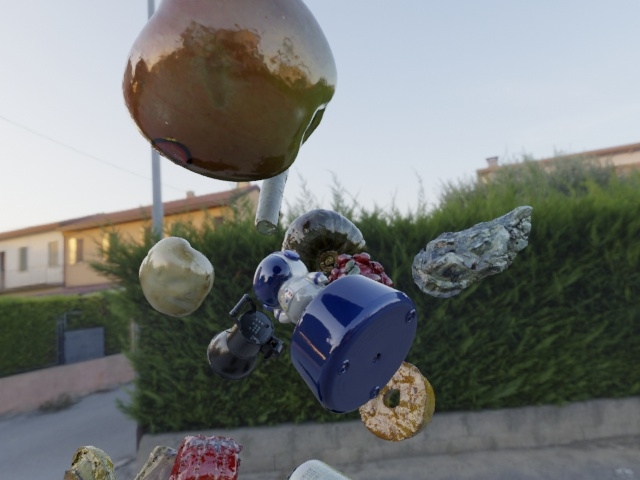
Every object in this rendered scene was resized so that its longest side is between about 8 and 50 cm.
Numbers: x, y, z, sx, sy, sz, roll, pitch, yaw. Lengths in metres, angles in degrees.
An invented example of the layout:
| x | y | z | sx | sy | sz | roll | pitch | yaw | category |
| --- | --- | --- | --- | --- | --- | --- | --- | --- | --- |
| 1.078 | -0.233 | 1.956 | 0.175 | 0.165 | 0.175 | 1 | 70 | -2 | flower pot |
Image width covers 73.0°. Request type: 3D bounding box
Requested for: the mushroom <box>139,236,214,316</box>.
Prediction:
| x | y | z | sx | sy | sz | roll | pitch | yaw | category |
| --- | --- | --- | --- | --- | --- | --- | --- | --- | --- |
| -0.263 | 0.067 | 0.791 | 0.148 | 0.148 | 0.112 | -6 | 18 | 19 | mushroom |

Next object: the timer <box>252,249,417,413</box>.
| x | y | z | sx | sy | sz | roll | pitch | yaw | category |
| --- | --- | --- | --- | --- | --- | --- | --- | --- | --- |
| -0.014 | 0.152 | 0.951 | 0.383 | 0.271 | 0.270 | 31 | 19 | 38 | timer |

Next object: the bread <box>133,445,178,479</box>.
| x | y | z | sx | sy | sz | roll | pitch | yaw | category |
| --- | --- | --- | --- | --- | --- | --- | --- | --- | --- |
| -0.347 | 0.717 | 1.079 | 0.324 | 0.278 | 0.167 | 21 | -37 | 13 | bread |

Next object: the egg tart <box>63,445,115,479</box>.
| x | y | z | sx | sy | sz | roll | pitch | yaw | category |
| --- | --- | --- | --- | --- | --- | --- | --- | --- | --- |
| -0.768 | 0.803 | 1.424 | 0.241 | 0.241 | 0.106 | -7 | -4 | 30 | egg tart |

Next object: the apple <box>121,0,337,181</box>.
| x | y | z | sx | sy | sz | roll | pitch | yaw | category |
| --- | --- | --- | --- | --- | --- | --- | --- | --- | --- |
| -0.136 | -0.249 | 0.718 | 0.305 | 0.339 | 0.338 | 33 | -20 | -20 | apple |

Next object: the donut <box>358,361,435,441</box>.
| x | y | z | sx | sy | sz | roll | pitch | yaw | category |
| --- | --- | --- | --- | --- | --- | --- | --- | --- | --- |
| 0.267 | 0.549 | 1.484 | 0.277 | 0.278 | 0.108 | -10 | -29 | 43 | donut |

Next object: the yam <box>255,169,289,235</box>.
| x | y | z | sx | sy | sz | roll | pitch | yaw | category |
| --- | --- | --- | --- | --- | --- | --- | --- | --- | --- |
| -0.149 | -0.146 | 1.341 | 0.083 | 0.083 | 0.372 | -5 | 36 | 7 | yam |

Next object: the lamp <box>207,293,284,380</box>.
| x | y | z | sx | sy | sz | roll | pitch | yaw | category |
| --- | --- | --- | --- | --- | --- | --- | --- | --- | --- |
| -0.191 | 0.268 | 1.149 | 0.227 | 0.172 | 0.147 | -49 | 2 | 44 | lamp |

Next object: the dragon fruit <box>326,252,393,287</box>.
| x | y | z | sx | sy | sz | roll | pitch | yaw | category |
| --- | --- | --- | --- | --- | --- | --- | --- | --- | --- |
| 0.129 | 0.133 | 1.331 | 0.198 | 0.219 | 0.273 | -21 | -4 | -20 | dragon fruit |

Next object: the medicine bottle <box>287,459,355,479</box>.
| x | y | z | sx | sy | sz | roll | pitch | yaw | category |
| --- | --- | --- | --- | --- | --- | --- | --- | --- | --- |
| 0.068 | 0.834 | 1.302 | 0.213 | 0.214 | 0.378 | 2 | 0 | -42 | medicine bottle |

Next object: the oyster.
| x | y | z | sx | sy | sz | roll | pitch | yaw | category |
| --- | --- | --- | --- | --- | --- | --- | --- | --- | --- |
| 0.320 | 0.029 | 0.909 | 0.252 | 0.199 | 0.087 | -4 | -41 | 17 | oyster |

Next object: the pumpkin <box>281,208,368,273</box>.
| x | y | z | sx | sy | sz | roll | pitch | yaw | category |
| --- | --- | --- | --- | --- | --- | --- | --- | --- | --- |
| 0.000 | 0.000 | 1.579 | 0.324 | 0.232 | 0.242 | -14 | 5 | -15 | pumpkin |

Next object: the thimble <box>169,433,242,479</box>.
| x | y | z | sx | sy | sz | roll | pitch | yaw | category |
| --- | --- | --- | --- | --- | --- | --- | --- | --- | --- |
| -0.251 | 0.510 | 0.916 | 0.124 | 0.163 | 0.190 | 16 | -54 | -16 | thimble |
